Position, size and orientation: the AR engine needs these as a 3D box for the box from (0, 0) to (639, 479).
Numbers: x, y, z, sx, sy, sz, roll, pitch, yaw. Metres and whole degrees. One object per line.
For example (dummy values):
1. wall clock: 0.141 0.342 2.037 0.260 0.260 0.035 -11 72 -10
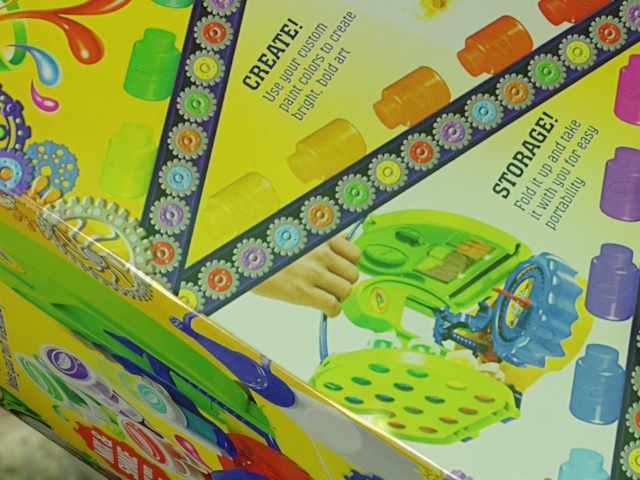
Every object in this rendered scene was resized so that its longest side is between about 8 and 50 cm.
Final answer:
1. box: 0.000 0.000 0.651 0.279 0.290 0.177 33 71 8
